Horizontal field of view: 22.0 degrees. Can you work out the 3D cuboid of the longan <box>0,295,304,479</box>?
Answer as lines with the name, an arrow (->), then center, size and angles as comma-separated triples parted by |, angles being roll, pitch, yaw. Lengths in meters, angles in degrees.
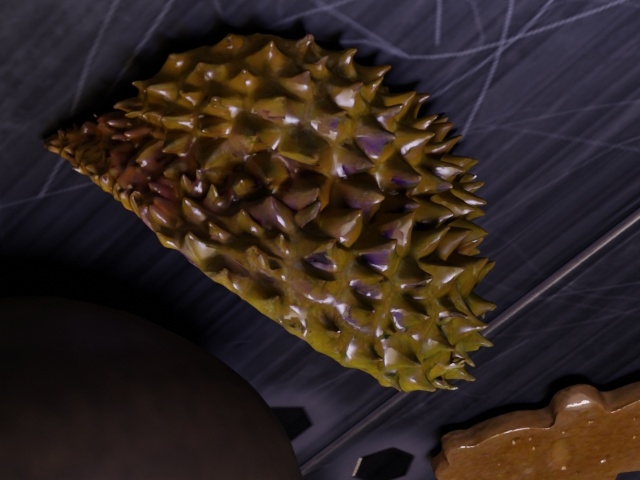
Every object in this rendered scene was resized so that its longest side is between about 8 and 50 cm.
longan -> -0.175, 0.171, 0.978 | 0.350, 0.288, 0.288 | -9, 140, -19

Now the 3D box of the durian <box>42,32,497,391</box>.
durian -> 0.011, -0.001, 0.927 | 0.260, 0.186, 0.154 | 10, 142, -44

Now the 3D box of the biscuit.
biscuit -> 0.180, 0.155, 1.239 | 0.184, 0.027, 0.133 | -23, 139, 12
